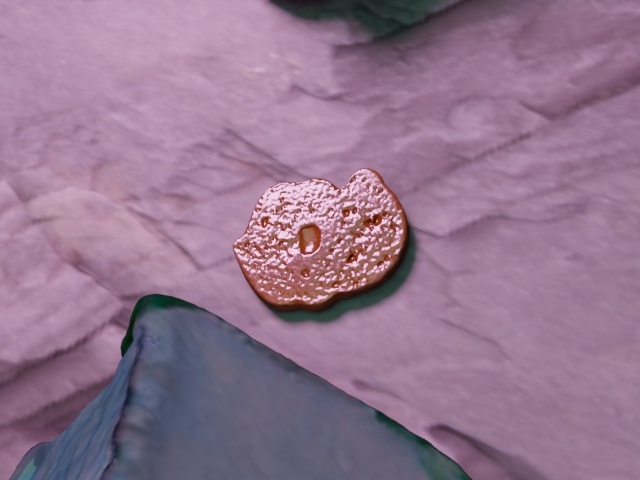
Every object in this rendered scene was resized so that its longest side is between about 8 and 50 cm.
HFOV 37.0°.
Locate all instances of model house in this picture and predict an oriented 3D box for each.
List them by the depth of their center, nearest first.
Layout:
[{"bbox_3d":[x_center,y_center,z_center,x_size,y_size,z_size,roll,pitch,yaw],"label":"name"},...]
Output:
[{"bbox_3d":[-0.064,0.225,0.541,0.280,0.230,0.249,33,111,-16],"label":"model house"}]

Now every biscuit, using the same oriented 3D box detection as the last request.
[{"bbox_3d":[0.000,0.000,0.701,0.130,0.019,0.102,-15,68,6],"label":"biscuit"}]
